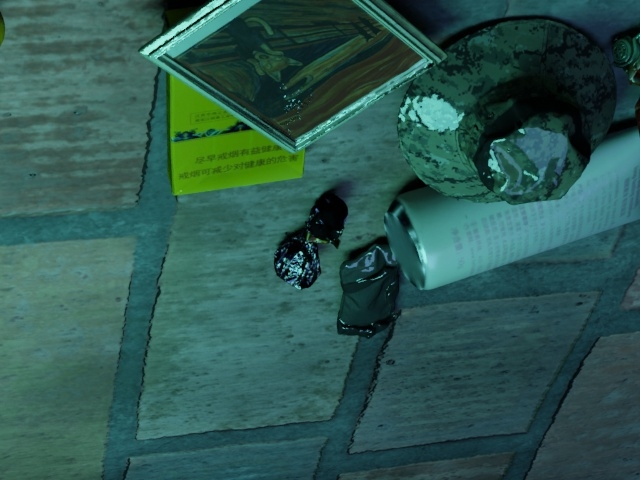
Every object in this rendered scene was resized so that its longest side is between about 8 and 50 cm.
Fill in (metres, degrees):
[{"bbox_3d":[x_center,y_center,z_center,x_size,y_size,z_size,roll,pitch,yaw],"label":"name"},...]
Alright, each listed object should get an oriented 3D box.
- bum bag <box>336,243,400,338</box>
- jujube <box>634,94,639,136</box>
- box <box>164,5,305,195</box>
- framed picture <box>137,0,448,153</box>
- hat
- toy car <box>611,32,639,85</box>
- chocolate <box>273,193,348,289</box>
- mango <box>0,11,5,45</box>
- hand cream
[{"bbox_3d":[0.065,0.069,2.282,0.087,0.049,0.198,-13,146,-12],"label":"bum bag"},{"bbox_3d":[0.449,-0.139,2.065,0.176,0.109,0.112,0,113,-22],"label":"jujube"},{"bbox_3d":[-0.087,-0.151,1.904,0.153,0.041,0.279,-8,146,-10],"label":"box"},{"bbox_3d":[-0.021,-0.188,1.827,0.216,0.016,0.273,-32,144,22],"label":"framed picture"},{"bbox_3d":[0.224,-0.111,1.957,0.265,0.128,0.266,-8,126,-12],"label":"hat"},{"bbox_3d":[0.390,-0.227,1.968,0.073,0.054,0.143,14,138,-38],"label":"toy car"},{"bbox_3d":[-0.001,-0.003,2.135,0.070,0.072,0.147,4,148,-32],"label":"chocolate"},{"bbox_3d":[-0.368,-0.215,1.662,0.115,0.090,0.178,-25,154,2],"label":"mango"},{"bbox_3d":[0.258,-0.045,2.154,0.358,0.118,0.185,-17,142,-10],"label":"hand cream"}]
